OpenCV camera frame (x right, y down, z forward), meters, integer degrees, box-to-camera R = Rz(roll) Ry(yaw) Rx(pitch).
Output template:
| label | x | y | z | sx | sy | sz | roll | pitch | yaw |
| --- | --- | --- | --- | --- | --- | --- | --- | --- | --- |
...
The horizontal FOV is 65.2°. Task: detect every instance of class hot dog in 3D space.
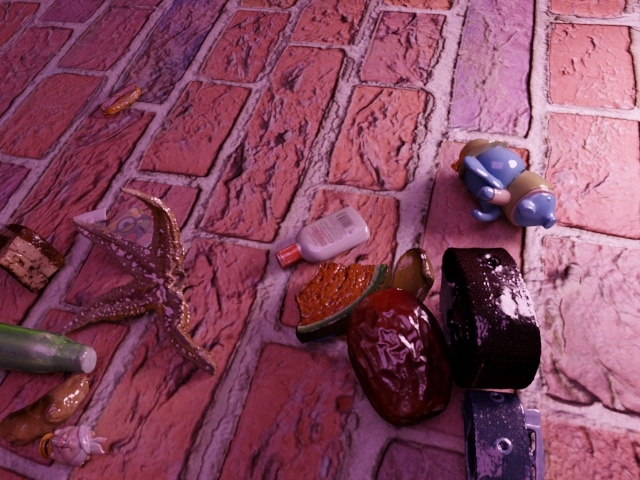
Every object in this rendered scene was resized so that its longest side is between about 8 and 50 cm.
| label | x | y | z | sx | sy | sz | roll | pitch | yaw |
| --- | --- | --- | --- | --- | --- | --- | --- | --- | --- |
| hot dog | -0.627 | -0.437 | 1.575 | 0.062 | 0.038 | 0.144 | 35 | 69 | 24 |

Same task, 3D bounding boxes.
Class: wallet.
| label | x | y | z | sx | sy | sz | roll | pitch | yaw |
| --- | --- | --- | --- | --- | --- | --- | --- | --- | --- |
| wallet | -0.608 | -0.059 | 1.324 | 0.083 | 0.011 | 0.044 | -18 | 55 | -5 |

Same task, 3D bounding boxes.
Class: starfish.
| label | x | y | z | sx | sy | sz | roll | pitch | yaw |
| --- | --- | --- | --- | --- | --- | --- | --- | --- | --- |
| starfish | -0.403 | 0.086 | 1.096 | 0.383 | 0.132 | 0.398 | -3 | 93 | 11 |

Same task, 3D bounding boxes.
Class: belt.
| label | x | y | z | sx | sy | sz | roll | pitch | yaw |
| --- | --- | --- | --- | --- | --- | --- | --- | --- | --- |
| belt | 0.306 | 0.358 | 0.834 | 0.128 | 0.122 | 0.218 | 5 | 55 | 8 |
| belt | 0.318 | 0.137 | 0.940 | 0.164 | 0.184 | 0.289 | 3 | 47 | -1 |

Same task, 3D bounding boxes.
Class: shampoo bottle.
| label | x | y | z | sx | sy | sz | roll | pitch | yaw |
| --- | --- | --- | --- | --- | --- | --- | --- | --- | --- |
| shampoo bottle | 0.000 | 0.000 | 1.171 | 0.221 | 0.051 | 0.108 | -26 | 57 | -9 |

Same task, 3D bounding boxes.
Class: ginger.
| label | x | y | z | sx | sy | sz | roll | pitch | yaw |
| --- | --- | --- | --- | --- | --- | --- | --- | --- | --- |
| ginger | -0.547 | 0.341 | 0.998 | 0.190 | 0.069 | 0.095 | -32 | 44 | -12 |

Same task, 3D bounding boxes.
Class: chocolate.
| label | x | y | z | sx | sy | sz | roll | pitch | yaw |
| --- | --- | --- | --- | --- | --- | --- | --- | --- | --- |
| chocolate | -0.622 | 0.235 | 1.072 | 0.291 | 0.110 | 0.110 | 7 | 57 | 10 |

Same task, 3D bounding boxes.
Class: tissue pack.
| label | x | y | z | sx | sy | sz | roll | pitch | yaw |
| --- | --- | --- | --- | --- | --- | --- | --- | --- | --- |
| tissue pack | -0.451 | -0.011 | 1.238 | 0.148 | 0.060 | 0.108 | 35 | 69 | 29 |

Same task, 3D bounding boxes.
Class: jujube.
| label | x | y | z | sx | sy | sz | roll | pitch | yaw |
| --- | --- | --- | --- | --- | --- | --- | --- | --- | --- |
| jujube | 0.144 | 0.207 | 0.925 | 0.183 | 0.183 | 0.243 | -15 | 57 | -3 |

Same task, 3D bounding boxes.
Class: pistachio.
| label | x | y | z | sx | sy | sz | roll | pitch | yaw |
| --- | --- | --- | --- | --- | --- | --- | --- | --- | --- |
| pistachio | 0.201 | 0.096 | 1.077 | 0.089 | 0.049 | 0.173 | 1 | 59 | 35 |

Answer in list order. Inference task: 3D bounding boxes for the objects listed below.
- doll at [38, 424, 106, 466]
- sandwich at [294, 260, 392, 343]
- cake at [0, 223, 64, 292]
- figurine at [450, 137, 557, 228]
| label | x | y | z | sx | sy | sz | roll | pitch | yaw |
| --- | --- | --- | --- | --- | --- | --- | --- | --- | --- |
| doll | -0.472 | 0.386 | 0.949 | 0.127 | 0.084 | 0.073 | -8 | 57 | 13 |
| sandwich | 0.036 | 0.133 | 1.065 | 0.159 | 0.079 | 0.235 | 22 | 57 | 33 |
| cake | -0.760 | 0.008 | 1.224 | 0.246 | 0.135 | 0.112 | 28 | 64 | 25 |
| figurine | 0.413 | -0.130 | 1.144 | 0.180 | 0.154 | 0.262 | -13 | 50 | -15 |
